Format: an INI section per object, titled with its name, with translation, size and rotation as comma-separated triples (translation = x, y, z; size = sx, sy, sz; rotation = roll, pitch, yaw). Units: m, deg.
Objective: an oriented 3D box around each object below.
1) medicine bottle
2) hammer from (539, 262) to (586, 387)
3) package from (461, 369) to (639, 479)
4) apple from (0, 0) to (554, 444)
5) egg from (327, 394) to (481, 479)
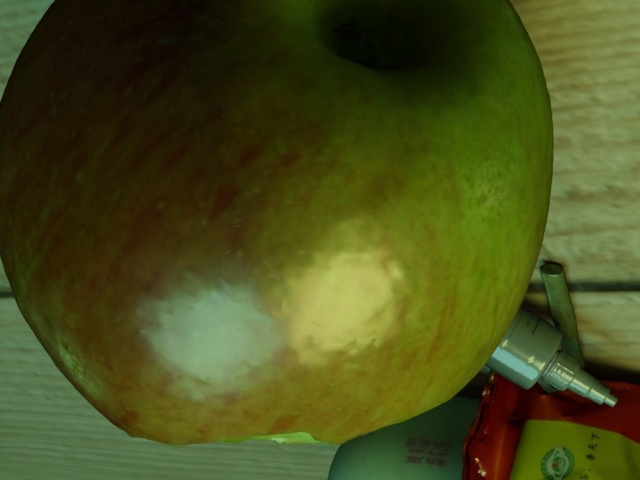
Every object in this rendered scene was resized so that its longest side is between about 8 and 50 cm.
[medicine bottle]
translation = 0.147, 0.076, 1.483
size = 0.199, 0.058, 0.057
rotation = 31, 154, 0
[hammer]
translation = 0.201, 0.074, 1.509
size = 0.062, 0.013, 0.199
rotation = 12, 153, 22
[package]
translation = 0.312, 0.239, 1.508
size = 0.423, 0.196, 0.123
rotation = 19, 154, 6
[apple]
translation = -0.022, -0.039, 1.123
size = 0.339, 0.339, 0.339
rotation = 19, 154, 10
[egg]
translation = 0.134, 0.230, 1.668
size = 0.264, 0.183, 0.183
rotation = 7, 151, 16
